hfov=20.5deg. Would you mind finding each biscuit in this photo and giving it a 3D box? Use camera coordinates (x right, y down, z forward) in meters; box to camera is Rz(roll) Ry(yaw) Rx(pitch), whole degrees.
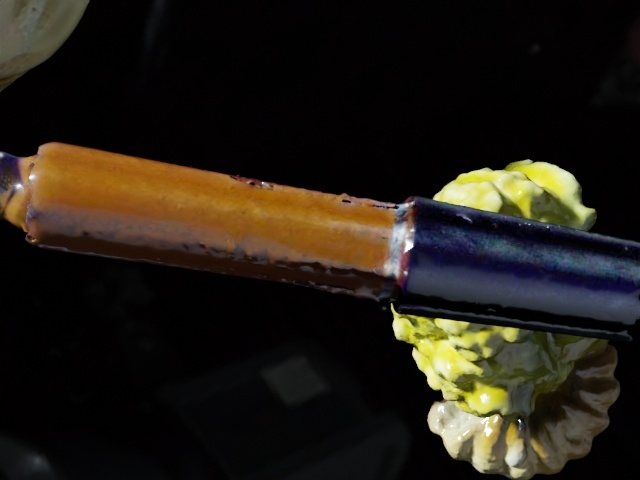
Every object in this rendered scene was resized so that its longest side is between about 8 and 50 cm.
[{"bbox_3d":[0.194,0.140,1.540,0.183,0.118,0.061,-36,-9,-13],"label":"biscuit"}]

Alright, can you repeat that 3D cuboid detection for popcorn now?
[{"bbox_3d":[0.154,0.039,1.438,0.189,0.169,0.218,-36,-39,-18],"label":"popcorn"}]

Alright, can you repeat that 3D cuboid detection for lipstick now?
[{"bbox_3d":[0.000,0.000,1.112,0.418,0.077,0.077,10,-35,-5],"label":"lipstick"}]

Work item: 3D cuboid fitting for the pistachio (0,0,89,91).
[{"bbox_3d":[-0.329,-0.308,1.384,0.365,0.281,0.445,-51,-47,-42],"label":"pistachio"}]
